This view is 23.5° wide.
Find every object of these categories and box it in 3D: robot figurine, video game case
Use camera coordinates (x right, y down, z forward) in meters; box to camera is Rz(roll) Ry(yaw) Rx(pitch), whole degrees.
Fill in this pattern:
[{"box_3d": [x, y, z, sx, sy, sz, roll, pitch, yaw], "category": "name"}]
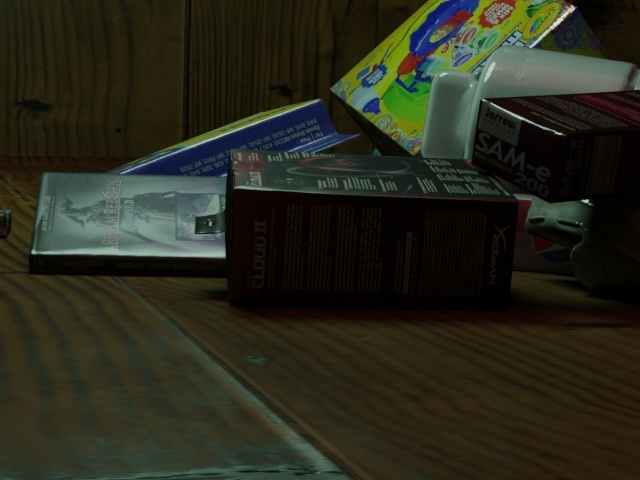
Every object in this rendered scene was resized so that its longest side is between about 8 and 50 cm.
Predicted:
[{"box_3d": [0.304, -0.122, 1.847, 0.353, 0.200, 0.300, 11, 10, 16], "category": "robot figurine"}, {"box_3d": [-0.168, -0.019, 1.658, 0.274, 0.026, 0.196, 2, 28, -7], "category": "video game case"}]

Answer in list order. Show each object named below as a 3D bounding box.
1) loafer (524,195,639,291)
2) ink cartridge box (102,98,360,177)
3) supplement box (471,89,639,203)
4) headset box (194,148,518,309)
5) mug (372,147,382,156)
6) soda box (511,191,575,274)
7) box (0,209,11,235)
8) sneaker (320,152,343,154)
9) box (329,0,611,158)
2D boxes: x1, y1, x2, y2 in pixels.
[{"box_3d": [0.308, 0.009, 1.537, 0.112, 0.111, 0.319, 30, 7, -27], "category": "loafer"}, {"box_3d": [-0.144, -0.102, 1.957, 0.303, 0.072, 0.307, -22, 5, -21], "category": "ink cartridge box"}, {"box_3d": [0.283, -0.096, 1.514, 0.239, 0.073, 0.130, -5, 23, -31], "category": "supplement box"}, {"box_3d": [0.025, -0.016, 1.490, 0.293, 0.110, 0.218, 2, 13, -5], "category": "headset box"}, {"box_3d": [0.138, -0.091, 2.341, 0.157, 0.097, 0.129, -26, -31, 25], "category": "mug"}, {"box_3d": [0.317, -0.004, 1.711, 0.263, 0.083, 0.092, 4, 6, 26], "category": "soda box"}, {"box_3d": [-0.453, -0.023, 1.901, 0.137, 0.027, 0.094, 1, 5, -7], "category": "box"}, {"box_3d": [0.026, -0.047, 1.862, 0.305, 0.114, 0.152, 6, 6, 31], "category": "sneaker"}, {"box_3d": [0.218, -0.203, 2.124, 0.177, 0.290, 0.279, 49, -3, -34], "category": "box"}]
